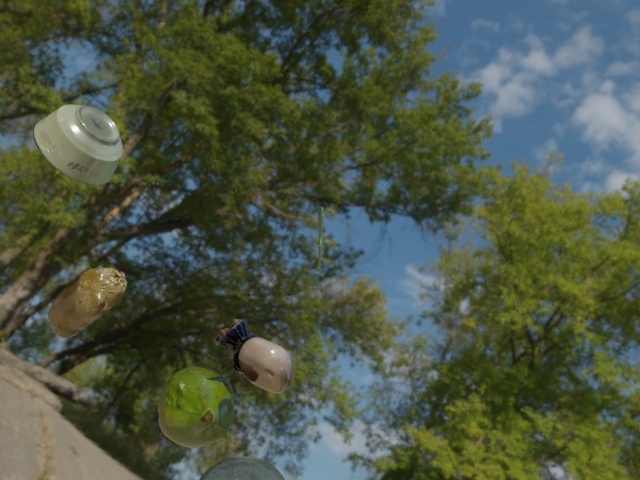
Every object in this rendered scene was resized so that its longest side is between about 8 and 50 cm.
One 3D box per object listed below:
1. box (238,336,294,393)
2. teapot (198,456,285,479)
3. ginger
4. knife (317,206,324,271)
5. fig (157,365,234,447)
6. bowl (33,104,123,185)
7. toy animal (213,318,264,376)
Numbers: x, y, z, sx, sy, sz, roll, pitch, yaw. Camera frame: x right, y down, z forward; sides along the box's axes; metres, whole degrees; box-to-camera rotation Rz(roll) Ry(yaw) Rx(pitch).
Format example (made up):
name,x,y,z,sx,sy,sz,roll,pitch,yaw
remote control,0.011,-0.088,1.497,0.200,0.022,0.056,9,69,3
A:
name,x,y,z,sx,sy,sz,roll,pitch,yaw
box,-0.139,0.325,1.651,0.146,0.088,0.200,21,-29,16
teapot,-0.196,0.708,1.489,0.224,0.305,0.285,9,-57,16
ginger,-0.362,0.095,0.968,0.190,0.095,0.068,-31,-82,37
knife,0.000,0.000,1.607,0.014,0.030,0.207,-2,-50,-4
fig,-0.362,0.473,1.785,0.233,0.233,0.314,25,2,9
bowl,-0.628,-0.273,1.710,0.126,0.237,0.238,-39,-67,23
toy animal,-0.214,0.313,1.841,0.185,0.122,0.298,52,-16,15
